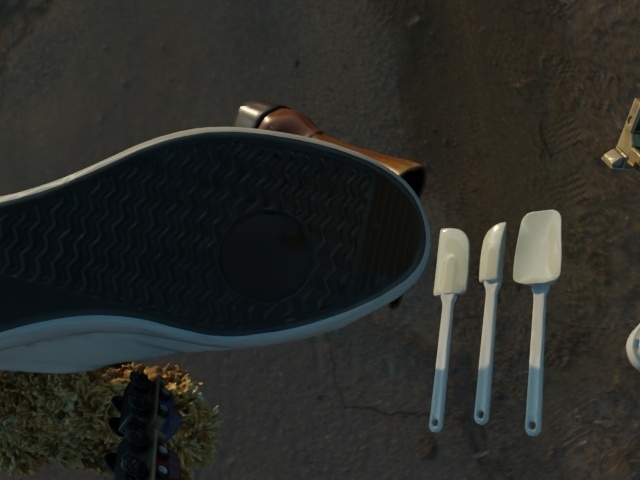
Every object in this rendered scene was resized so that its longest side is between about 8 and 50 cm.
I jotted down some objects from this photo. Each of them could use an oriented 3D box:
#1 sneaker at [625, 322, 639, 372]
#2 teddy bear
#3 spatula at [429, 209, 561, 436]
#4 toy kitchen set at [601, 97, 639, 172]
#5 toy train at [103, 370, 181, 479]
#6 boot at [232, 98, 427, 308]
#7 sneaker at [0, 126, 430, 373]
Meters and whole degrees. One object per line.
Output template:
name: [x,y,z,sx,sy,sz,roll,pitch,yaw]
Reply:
sneaker: [0.507,0.130,1.090,0.282,0.161,0.102,-16,70,-16]
teddy bear: [-0.242,0.119,0.672,0.245,0.338,0.113,-32,25,48]
spatula: [0.186,0.090,0.898,0.168,0.019,0.242,-8,66,42]
toy kitchen set: [0.397,-0.127,1.025,0.083,0.068,0.075,-106,23,-56]
toy train: [-0.083,0.109,0.390,0.027,0.036,0.158,-54,20,12]
boot: [0.000,0.000,0.909,0.280,0.096,0.264,32,117,42]
sneaker: [-0.090,0.012,0.435,0.290,0.123,0.106,-6,79,2]
